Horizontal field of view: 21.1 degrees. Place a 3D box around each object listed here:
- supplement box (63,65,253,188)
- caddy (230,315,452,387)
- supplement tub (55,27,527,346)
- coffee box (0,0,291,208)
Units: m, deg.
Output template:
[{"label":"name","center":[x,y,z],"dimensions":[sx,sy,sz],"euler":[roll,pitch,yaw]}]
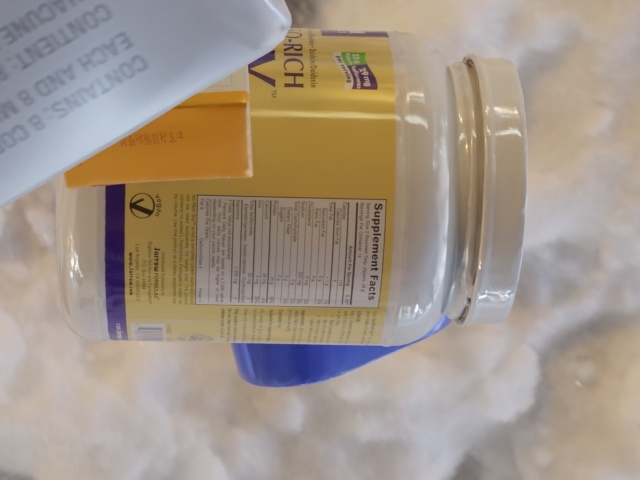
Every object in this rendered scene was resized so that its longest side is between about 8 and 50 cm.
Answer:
[{"label":"supplement box","center":[-0.055,-0.065,0.568],"dimensions":[0.062,0.098,0.036],"euler":[-3,139,-2]},{"label":"caddy","center":[0.000,0.000,1.756],"dimensions":[0.341,0.241,0.179],"euler":[-22,124,-28]},{"label":"supplement tub","center":[-0.025,-0.041,1.295],"dimensions":[0.331,0.241,0.241],"euler":[1,109,-4]},{"label":"coffee box","center":[-0.257,-0.174,0.422],"dimensions":[0.337,0.334,0.338],"euler":[-29,136,4]}]
